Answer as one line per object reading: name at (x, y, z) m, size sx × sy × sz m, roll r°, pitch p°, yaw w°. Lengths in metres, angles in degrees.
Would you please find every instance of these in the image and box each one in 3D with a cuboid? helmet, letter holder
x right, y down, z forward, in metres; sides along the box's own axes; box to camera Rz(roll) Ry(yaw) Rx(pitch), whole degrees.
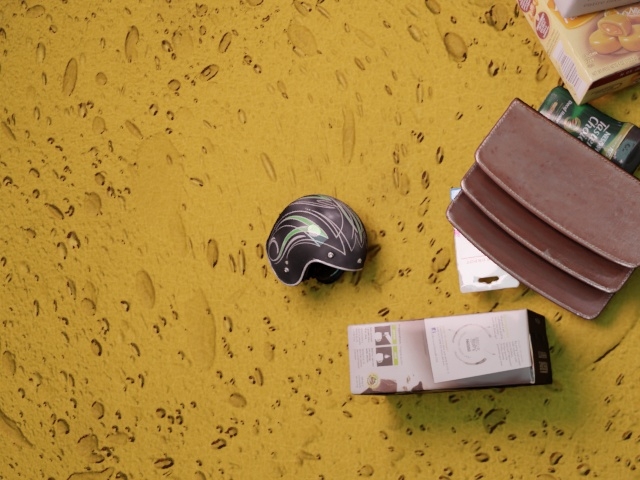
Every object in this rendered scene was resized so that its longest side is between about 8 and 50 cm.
helmet at (0.000, 0.000, 1.748) m, size 0.161 × 0.169 × 0.169 m, roll -39°, pitch 68°, yaw 30°
letter holder at (0.365, -0.039, 1.562) m, size 0.302 × 0.152 × 0.214 m, roll 37°, pitch 88°, yaw 12°

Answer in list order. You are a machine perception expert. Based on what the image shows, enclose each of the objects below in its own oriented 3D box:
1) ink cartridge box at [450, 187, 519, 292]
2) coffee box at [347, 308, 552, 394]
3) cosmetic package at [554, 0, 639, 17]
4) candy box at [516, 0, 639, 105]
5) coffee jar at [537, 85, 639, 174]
ink cartridge box at (0.284, -0.002, 1.683) m, size 0.104 × 0.061 × 0.181 m, roll -8°, pitch 78°, yaw 21°
coffee box at (0.213, 0.188, 1.624) m, size 0.297 × 0.168 × 0.118 m, roll -8°, pitch 78°, yaw 22°
cosmetic package at (0.502, -0.592, 1.454) m, size 0.329 × 0.393 × 0.327 m, roll -14°, pitch 72°, yaw -12°
candy box at (0.437, -0.397, 1.636) m, size 0.183 × 0.087 × 0.316 m, roll -21°, pitch 72°, yaw -11°
coffee jar at (0.445, -0.173, 1.635) m, size 0.184 × 0.079 × 0.096 m, roll 33°, pitch 95°, yaw 23°
